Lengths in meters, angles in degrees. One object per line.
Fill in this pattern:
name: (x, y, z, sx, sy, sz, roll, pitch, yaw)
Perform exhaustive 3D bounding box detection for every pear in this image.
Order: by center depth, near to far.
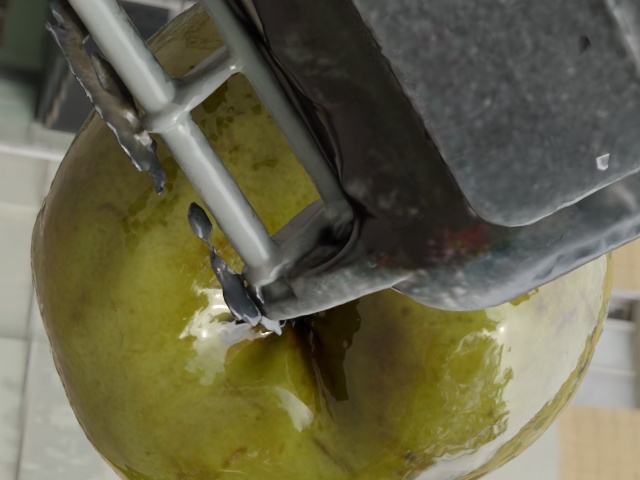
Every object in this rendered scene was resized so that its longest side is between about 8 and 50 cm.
pear: (0.000, 0.000, 0.803, 0.304, 0.303, 0.304, -171, -90, -72)

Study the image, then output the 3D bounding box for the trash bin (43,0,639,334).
trash bin: (0.057, -0.166, 0.586, 0.296, 0.256, 0.368, -29, -154, 12)
